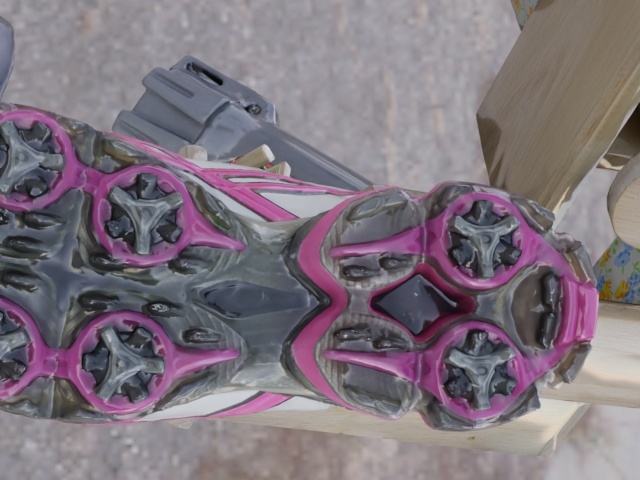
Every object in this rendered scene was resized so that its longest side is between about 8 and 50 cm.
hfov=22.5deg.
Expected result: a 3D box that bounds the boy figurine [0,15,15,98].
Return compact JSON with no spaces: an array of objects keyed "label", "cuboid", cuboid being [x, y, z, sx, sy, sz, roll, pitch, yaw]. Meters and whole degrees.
[{"label":"boy figurine","cuboid":[-0.197,-0.134,0.490,0.285,0.177,0.092,62,21,-47]}]

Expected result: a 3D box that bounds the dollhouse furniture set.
[{"label":"dollhouse furniture set","cuboid":[0.051,-0.035,0.567,0.242,0.161,0.212,117,-26,-45]}]

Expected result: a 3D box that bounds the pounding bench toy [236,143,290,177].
[{"label":"pounding bench toy","cuboid":[-0.024,-0.008,0.914,0.065,0.052,0.083,50,30,-32]}]

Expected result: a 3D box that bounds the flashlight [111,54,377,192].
[{"label":"flashlight","cuboid":[0.000,0.000,1.005,0.103,0.304,0.103,-29,143,-54]}]

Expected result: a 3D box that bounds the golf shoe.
[{"label":"golf shoe","cuboid":[-0.034,0.012,0.383,0.086,0.186,0.067,169,-70,-78]}]
